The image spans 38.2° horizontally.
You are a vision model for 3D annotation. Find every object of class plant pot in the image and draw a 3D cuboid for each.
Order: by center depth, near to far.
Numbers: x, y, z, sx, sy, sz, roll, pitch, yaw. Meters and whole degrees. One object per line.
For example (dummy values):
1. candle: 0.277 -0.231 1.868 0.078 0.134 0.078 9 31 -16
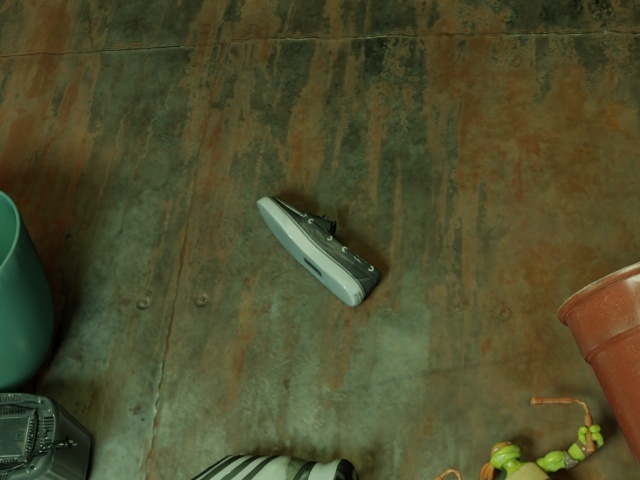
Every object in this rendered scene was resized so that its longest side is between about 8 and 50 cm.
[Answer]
1. plant pot: 0.456 0.171 1.096 0.273 0.272 0.265 -15 67 4
2. plant pot: -0.521 0.100 1.328 0.293 0.235 0.293 -9 45 9

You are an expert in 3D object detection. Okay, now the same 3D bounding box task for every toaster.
1. toaster: -0.416 0.288 1.272 0.227 0.146 0.129 -6 62 10

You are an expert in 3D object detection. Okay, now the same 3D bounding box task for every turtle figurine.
1. turtle figurine: 0.261 0.330 1.135 0.270 0.087 0.217 -27 54 -13

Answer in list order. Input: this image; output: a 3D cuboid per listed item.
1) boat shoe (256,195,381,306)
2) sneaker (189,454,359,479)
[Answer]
1. boat shoe: 0.000 0.000 1.382 0.076 0.080 0.228 -39 62 -17
2. sneaker: -0.117 0.470 1.121 0.258 0.169 0.447 2 53 21
